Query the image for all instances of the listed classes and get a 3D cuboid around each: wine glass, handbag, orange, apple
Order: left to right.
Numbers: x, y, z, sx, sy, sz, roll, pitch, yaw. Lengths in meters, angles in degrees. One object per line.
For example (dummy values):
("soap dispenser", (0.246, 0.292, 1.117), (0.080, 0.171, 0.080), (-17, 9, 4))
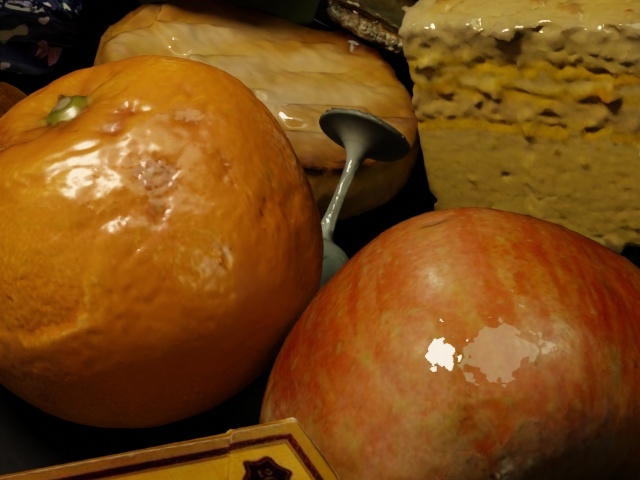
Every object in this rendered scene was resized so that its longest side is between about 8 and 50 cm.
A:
("handbag", (-0.340, -0.220, 1.439), (0.260, 0.113, 0.162), (1, 44, -26))
("orange", (-0.128, 0.004, 1.125), (0.261, 0.261, 0.261), (13, 35, -10))
("wine glass", (0.000, 0.000, 1.261), (0.079, 0.079, 0.195), (21, 71, 1))
("apple", (0.094, 0.116, 1.047), (0.301, 0.301, 0.301), (13, 35, -10))

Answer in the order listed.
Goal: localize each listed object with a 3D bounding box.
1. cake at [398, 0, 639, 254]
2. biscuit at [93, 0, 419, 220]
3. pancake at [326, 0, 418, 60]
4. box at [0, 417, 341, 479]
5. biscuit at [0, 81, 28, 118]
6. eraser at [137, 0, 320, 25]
("cake", (0.224, -0.114, 1.440), (0.222, 0.286, 0.227), (5, 37, 28))
("biscuit", (-0.057, -0.111, 1.441), (0.296, 0.102, 0.296), (14, 30, -8))
("pancake", (0.098, -0.198, 1.611), (0.266, 0.057, 0.244), (36, 12, 27))
("box", (-0.145, 0.210, 0.881), (0.301, 0.193, 0.084), (-7, 43, -33))
("biscuit", (-0.262, -0.092, 1.343), (0.124, 0.026, 0.175), (30, 15, -23))
("eraser", (-0.098, -0.258, 1.654), (0.172, 0.058, 0.117), (-14, 48, -37))
